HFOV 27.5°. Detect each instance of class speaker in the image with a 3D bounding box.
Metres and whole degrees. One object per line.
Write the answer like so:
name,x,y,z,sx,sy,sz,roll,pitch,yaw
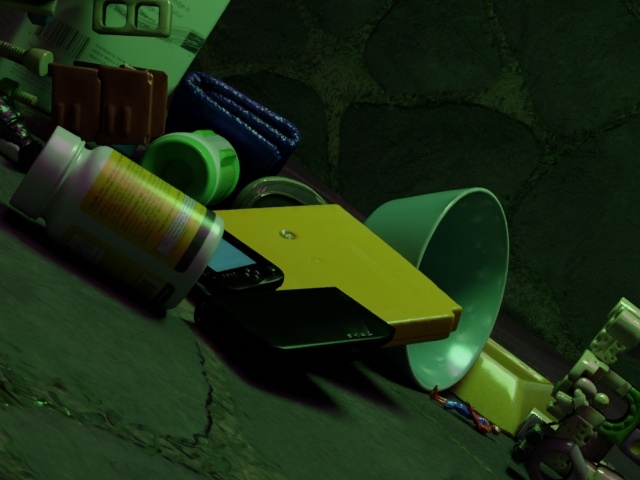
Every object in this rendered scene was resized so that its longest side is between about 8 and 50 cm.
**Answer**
speaker,-0.201,-0.107,2.034,0.131,0.131,0.296,34,7,0

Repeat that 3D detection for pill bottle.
pill bottle,-0.219,-0.026,1.404,0.208,0.119,0.119,33,7,-12

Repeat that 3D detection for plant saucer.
plant saucer,0.256,0.204,2.212,0.333,0.081,0.333,37,7,23

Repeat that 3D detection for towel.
towel,-0.173,-0.161,2.267,0.228,0.076,0.308,29,-24,-5

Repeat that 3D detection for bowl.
bowl,0.143,0.057,1.975,0.163,0.311,0.311,15,-5,33

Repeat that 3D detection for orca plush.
orca plush,-0.442,-0.201,1.653,0.287,0.102,0.151,37,7,24

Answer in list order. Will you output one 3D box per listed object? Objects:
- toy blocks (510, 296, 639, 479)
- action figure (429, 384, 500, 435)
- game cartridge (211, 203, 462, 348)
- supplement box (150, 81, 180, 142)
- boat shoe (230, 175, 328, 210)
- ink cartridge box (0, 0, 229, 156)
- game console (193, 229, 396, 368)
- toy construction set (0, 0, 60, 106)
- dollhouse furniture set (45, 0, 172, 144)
toy blocks,0.456,0.268,1.863,0.260,0.288,0.309,39,6,9
action figure,0.213,0.250,1.906,0.115,0.030,0.038,36,2,-1
game cartridge,-0.008,0.048,1.735,0.285,0.052,0.324,-4,31,-35
supplement box,-0.352,-0.273,2.486,0.073,0.130,0.239,38,7,27
boat shoe,0.000,0.000,2.222,0.355,0.132,0.130,26,10,-43
ink cartridge box,-0.345,-0.385,2.165,0.285,0.395,0.166,30,7,-33
game console,-0.095,0.051,1.548,0.213,0.044,0.361,-2,26,-46
toy construction set,-0.521,-0.334,1.890,0.237,0.257,0.309,23,-16,13
dollhouse furniture set,-0.309,-0.332,1.962,0.152,0.374,0.201,4,6,0
